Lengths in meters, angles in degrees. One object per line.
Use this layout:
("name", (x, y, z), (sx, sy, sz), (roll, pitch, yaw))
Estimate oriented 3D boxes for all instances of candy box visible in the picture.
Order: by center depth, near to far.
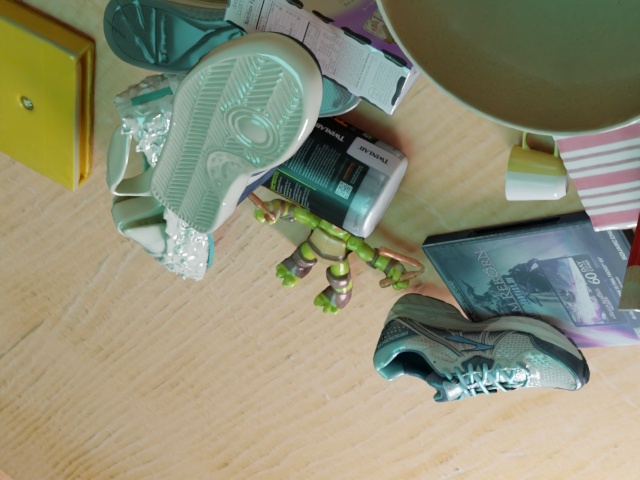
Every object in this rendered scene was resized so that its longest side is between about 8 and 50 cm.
("candy box", (0.030, -0.239, 1.150), (0.196, 0.165, 0.070), (30, 141, 7))

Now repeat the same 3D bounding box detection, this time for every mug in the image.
("mug", (0.239, -0.076, 1.260), (0.064, 0.062, 0.078), (9, 143, 19))

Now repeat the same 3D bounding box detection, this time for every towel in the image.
("towel", (0.323, -0.096, 1.190), (0.144, 0.029, 0.197), (-9, 126, 32))

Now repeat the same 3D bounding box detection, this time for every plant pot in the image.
("plant pot", (0.207, -0.258, 0.973), (0.284, 0.191, 0.284), (20, 141, 17))

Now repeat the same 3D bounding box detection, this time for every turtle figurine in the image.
("turtle figurine", (0.000, 0.000, 1.502), (0.269, 0.087, 0.217), (24, 150, 1))

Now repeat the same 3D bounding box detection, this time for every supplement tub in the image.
("supplement tub", (-0.002, -0.094, 1.376), (0.190, 0.117, 0.117), (29, 143, 8))

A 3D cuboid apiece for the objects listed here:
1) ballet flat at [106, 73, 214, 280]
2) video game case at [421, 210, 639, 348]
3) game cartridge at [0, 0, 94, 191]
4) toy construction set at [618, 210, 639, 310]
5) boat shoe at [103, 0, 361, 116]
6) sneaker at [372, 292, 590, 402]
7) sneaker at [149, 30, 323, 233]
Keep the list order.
("ballet flat", (-0.217, -0.076, 1.516), (0.147, 0.147, 0.409), (26, 146, 12))
("video game case", (0.279, 0.056, 1.402), (0.274, 0.026, 0.196), (-11, 124, 43))
("game cartridge", (-0.466, -0.242, 1.630), (0.324, 0.052, 0.285), (30, 143, 10))
("toy construction set", (0.442, 0.099, 1.122), (0.309, 0.237, 0.257), (15, 143, 14))
("boat shoe", (-0.090, -0.227, 1.328), (0.320, 0.103, 0.118), (14, 120, 17))
("sneaker", (0.197, 0.162, 1.458), (0.283, 0.122, 0.110), (9, 136, 31))
("sneaker", (-0.071, -0.137, 1.184), (0.131, 0.148, 0.350), (42, 150, -6))
